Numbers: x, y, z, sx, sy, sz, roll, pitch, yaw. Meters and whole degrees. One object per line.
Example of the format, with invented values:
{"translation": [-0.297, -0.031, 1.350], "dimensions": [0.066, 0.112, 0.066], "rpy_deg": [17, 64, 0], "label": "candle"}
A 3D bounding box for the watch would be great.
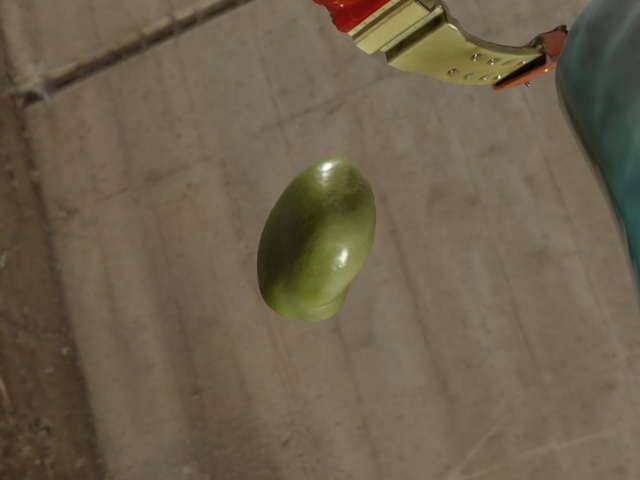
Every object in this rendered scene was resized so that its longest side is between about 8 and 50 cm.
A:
{"translation": [0.110, -0.176, 0.778], "dimensions": [0.268, 0.102, 0.164], "rpy_deg": [14, 65, -33], "label": "watch"}

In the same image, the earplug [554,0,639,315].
{"translation": [0.207, 0.047, 0.472], "dimensions": [0.185, 0.185, 0.324], "rpy_deg": [47, 34, -51], "label": "earplug"}

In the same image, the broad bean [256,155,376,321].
{"translation": [0.000, 0.000, 1.017], "dimensions": [0.082, 0.174, 0.124], "rpy_deg": [8, 55, -21], "label": "broad bean"}
